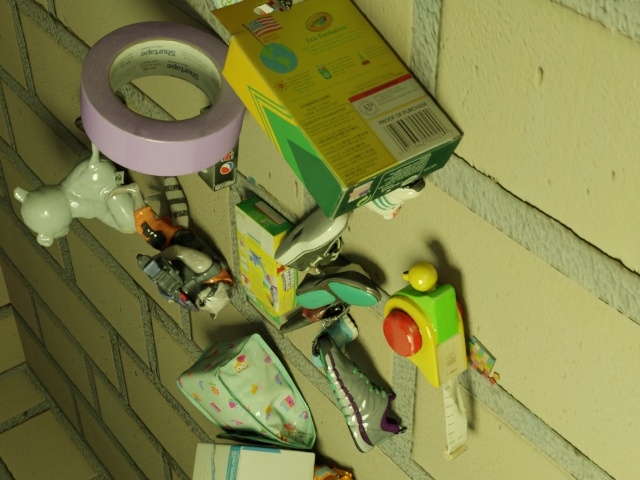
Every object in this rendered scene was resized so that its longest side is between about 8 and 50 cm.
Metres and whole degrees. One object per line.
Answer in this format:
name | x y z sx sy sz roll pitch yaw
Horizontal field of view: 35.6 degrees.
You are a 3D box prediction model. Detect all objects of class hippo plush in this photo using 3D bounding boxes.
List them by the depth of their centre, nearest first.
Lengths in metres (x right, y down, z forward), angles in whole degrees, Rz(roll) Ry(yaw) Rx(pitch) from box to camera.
hippo plush | -0.551 -0.070 2.279 0.234 0.236 0.294 56 167 -6

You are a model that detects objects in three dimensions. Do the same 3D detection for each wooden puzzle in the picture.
wooden puzzle | 0.234 0.173 1.466 0.083 0.006 0.049 47 148 28

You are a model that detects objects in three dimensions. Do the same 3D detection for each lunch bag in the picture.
lunch bag | -0.145 0.339 2.083 0.262 0.160 0.223 52 150 -13

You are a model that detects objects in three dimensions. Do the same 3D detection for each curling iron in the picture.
curling iron | -0.020 0.139 1.805 0.035 0.068 0.274 55 154 -6

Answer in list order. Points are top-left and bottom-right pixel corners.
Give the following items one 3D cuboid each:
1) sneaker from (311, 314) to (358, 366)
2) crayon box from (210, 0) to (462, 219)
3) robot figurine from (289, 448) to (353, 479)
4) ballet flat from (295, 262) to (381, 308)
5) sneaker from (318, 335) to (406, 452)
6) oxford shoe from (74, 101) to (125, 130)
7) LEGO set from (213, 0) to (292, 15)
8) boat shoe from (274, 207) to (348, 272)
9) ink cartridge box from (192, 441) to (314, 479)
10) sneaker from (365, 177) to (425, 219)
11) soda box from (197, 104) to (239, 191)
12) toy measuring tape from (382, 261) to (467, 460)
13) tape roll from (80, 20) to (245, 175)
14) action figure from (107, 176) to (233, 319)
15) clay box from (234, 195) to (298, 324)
sneaker | 0.007 0.185 1.784 0.063 0.073 0.162 53 150 17
crayon box | 0.012 -0.201 1.328 0.319 0.202 0.081 55 150 18
robot figurine | -0.004 0.541 2.082 0.291 0.085 0.211 -12 102 61
ballet flat | 0.034 0.070 1.640 0.203 0.074 0.074 -10 105 52
sneaker | 0.070 0.252 1.720 0.083 0.098 0.224 -122 10 -73
oxford shoe | -0.491 -0.252 2.251 0.227 0.082 0.096 8 124 58
LEGO set | -0.125 -0.398 1.548 0.244 0.060 0.183 -11 107 60
boat shoe | 0.000 0.000 1.658 0.070 0.078 0.219 31 153 -15
ink cartridge box | -0.144 0.505 2.040 0.232 0.171 0.168 -16 66 60
sneaker | 0.107 -0.068 1.444 0.161 0.057 0.075 8 136 55
soda box | -0.188 -0.173 1.837 0.060 0.053 0.169 46 147 29
toy measuring tape | 0.158 0.173 1.484 0.121 0.121 0.330 26 134 49
tape roll | -0.262 -0.241 1.671 0.275 0.274 0.090 51 149 23
action figure | -0.293 0.011 2.047 0.330 0.178 0.341 53 175 10
clay box | -0.099 0.041 1.865 0.127 0.053 0.222 39 144 38
